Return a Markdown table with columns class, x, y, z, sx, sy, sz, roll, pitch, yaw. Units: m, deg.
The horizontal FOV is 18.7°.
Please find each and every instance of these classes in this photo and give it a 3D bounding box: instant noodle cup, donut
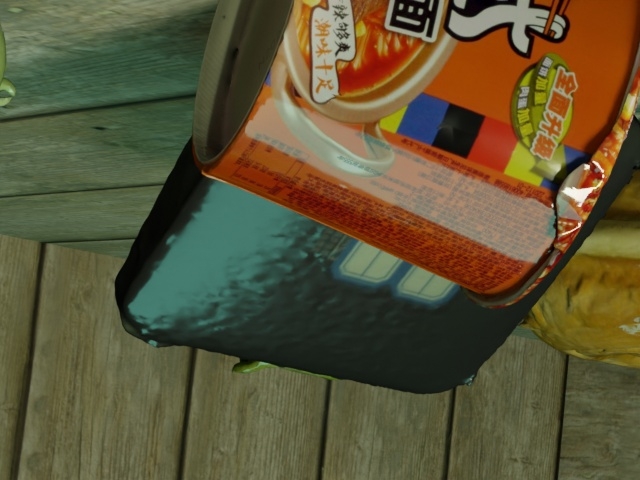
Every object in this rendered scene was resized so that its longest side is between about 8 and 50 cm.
| class | x | y | z | sx | sy | sz | roll | pitch | yaw |
| --- | --- | --- | --- | --- | --- | --- | --- | --- | --- |
| instant noodle cup | 0.048 | -0.103 | 1.115 | 0.192 | 0.250 | 0.250 | 16 | 170 | -16 |
| donut | 0.398 | 0.041 | 2.053 | 0.449 | 0.198 | 0.449 | 8 | 172 | 1 |

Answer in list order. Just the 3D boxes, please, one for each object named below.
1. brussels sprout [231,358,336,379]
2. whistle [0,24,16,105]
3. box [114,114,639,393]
| class | x | y | z | sx | sy | sz | roll | pitch | yaw |
| --- | --- | --- | --- | --- | --- | --- | --- | --- | --- |
| brussels sprout | 0.002 | -0.001 | 1.808 | 0.227 | 0.259 | 0.294 | 14 | -172 | 1 |
| whistle | -0.354 | -0.170 | 1.443 | 0.294 | 0.141 | 0.141 | 31 | 162 | -25 |
| box | 0.045 | -0.025 | 1.567 | 0.350 | 0.091 | 0.359 | 13 | 127 | -28 |
